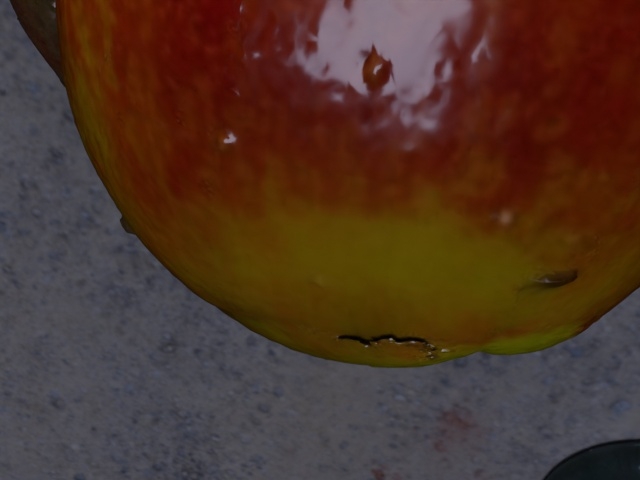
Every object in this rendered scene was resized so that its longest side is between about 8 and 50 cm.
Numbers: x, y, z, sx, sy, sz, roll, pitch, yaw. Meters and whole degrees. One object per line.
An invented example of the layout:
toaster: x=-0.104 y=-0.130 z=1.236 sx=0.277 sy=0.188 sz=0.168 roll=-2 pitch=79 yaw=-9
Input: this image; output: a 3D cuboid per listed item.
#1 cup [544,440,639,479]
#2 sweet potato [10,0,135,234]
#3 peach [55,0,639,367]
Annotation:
cup: x=0.290 y=0.301 z=0.792 sx=0.199 sy=0.150 sz=0.199 roll=7 pitch=125 yaw=9
sweet potato: x=-0.158 y=-0.158 z=0.623 sx=0.109 sy=0.109 sz=0.385 roll=-4 pitch=123 yaw=16
peach: x=0.047 y=-0.122 z=0.454 sx=0.369 sy=0.370 sz=0.370 roll=6 pitch=125 yaw=9
